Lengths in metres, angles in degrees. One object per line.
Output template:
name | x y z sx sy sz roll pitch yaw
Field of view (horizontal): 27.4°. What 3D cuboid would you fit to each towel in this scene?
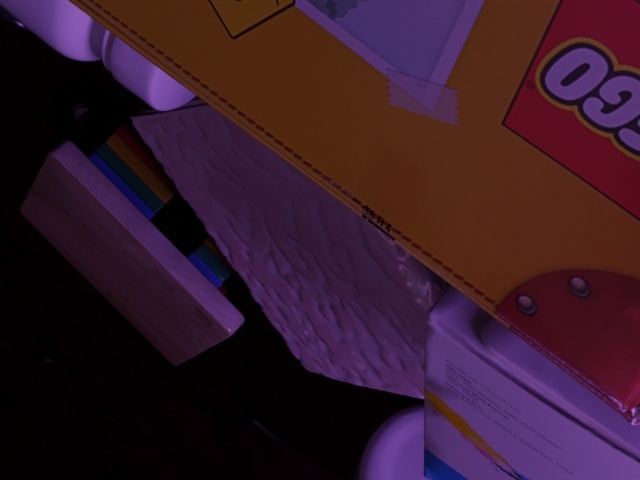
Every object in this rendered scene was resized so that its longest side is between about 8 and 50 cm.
towel | 0.000 0.000 1.148 0.332 0.053 0.317 56 155 -20

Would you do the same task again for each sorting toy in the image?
sorting toy | -0.191 0.001 1.431 0.257 0.089 0.255 45 157 -5

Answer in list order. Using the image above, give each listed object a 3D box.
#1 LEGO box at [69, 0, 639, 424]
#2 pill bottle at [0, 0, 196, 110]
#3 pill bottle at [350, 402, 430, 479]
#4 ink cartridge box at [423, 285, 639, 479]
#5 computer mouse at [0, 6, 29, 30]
LEGO box | 0.017 -0.238 0.440 0.500 0.193 0.372 38 140 15
pill bottle | -0.178 -0.229 0.924 0.283 0.160 0.160 39 157 10
pill bottle | 0.100 0.275 1.339 0.153 0.153 0.264 39 157 11
ink cartridge box | 0.182 0.093 0.870 0.168 0.171 0.232 33 155 23
computer mouse | -0.178 -0.175 1.040 0.242 0.041 0.071 16 -156 -41
